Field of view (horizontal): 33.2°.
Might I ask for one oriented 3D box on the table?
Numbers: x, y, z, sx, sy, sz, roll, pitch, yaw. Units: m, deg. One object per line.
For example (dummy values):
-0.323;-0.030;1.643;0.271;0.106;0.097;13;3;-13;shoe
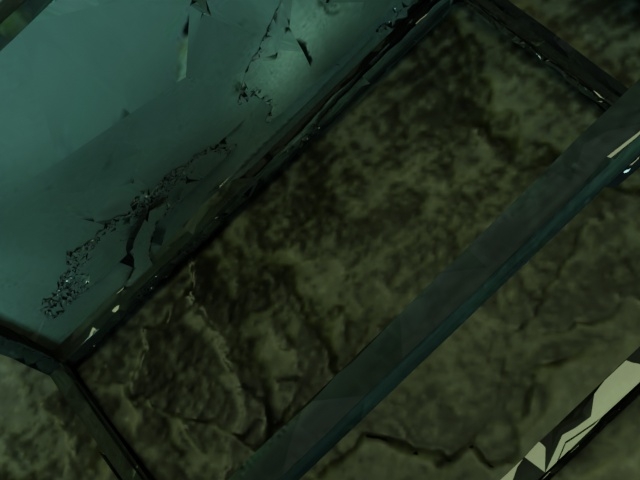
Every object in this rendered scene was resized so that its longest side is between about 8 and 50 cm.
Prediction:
0.000;0.000;0.464;0.335;0.222;0.272;-44;58;0;table
